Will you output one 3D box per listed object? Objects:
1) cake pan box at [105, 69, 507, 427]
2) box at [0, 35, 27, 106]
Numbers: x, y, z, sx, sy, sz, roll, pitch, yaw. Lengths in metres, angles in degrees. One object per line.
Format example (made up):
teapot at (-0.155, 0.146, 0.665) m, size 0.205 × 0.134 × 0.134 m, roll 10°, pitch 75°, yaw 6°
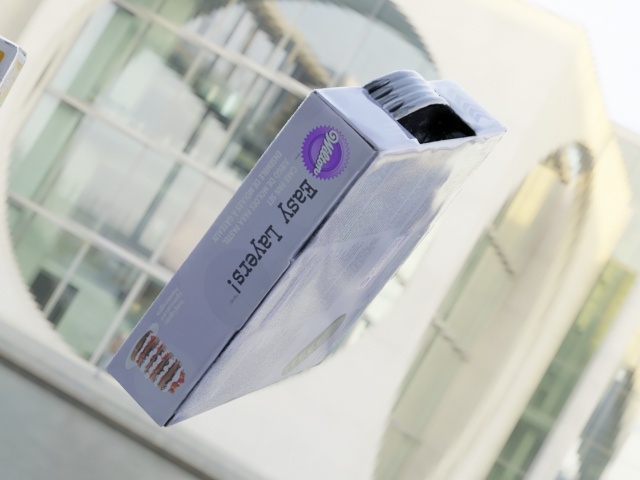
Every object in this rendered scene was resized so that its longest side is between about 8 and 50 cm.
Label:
cake pan box at (0.000, 0.000, 1.135) m, size 0.070 × 0.267 × 0.246 m, roll 43°, pitch 24°, yaw 13°
box at (-0.314, -0.079, 1.186) m, size 0.114 × 0.203 × 0.103 m, roll 29°, pitch -1°, yaw -7°
